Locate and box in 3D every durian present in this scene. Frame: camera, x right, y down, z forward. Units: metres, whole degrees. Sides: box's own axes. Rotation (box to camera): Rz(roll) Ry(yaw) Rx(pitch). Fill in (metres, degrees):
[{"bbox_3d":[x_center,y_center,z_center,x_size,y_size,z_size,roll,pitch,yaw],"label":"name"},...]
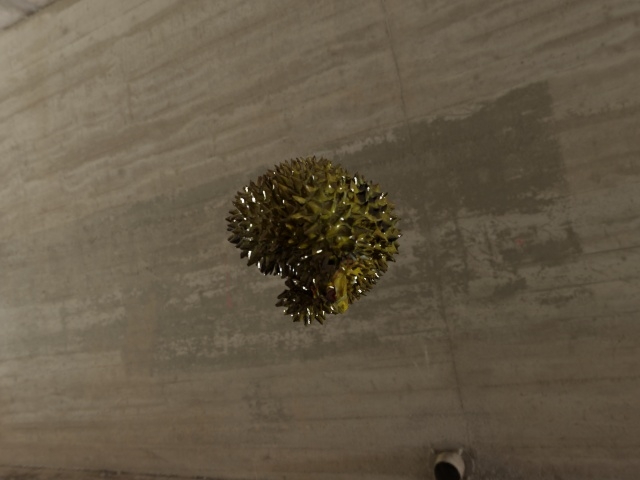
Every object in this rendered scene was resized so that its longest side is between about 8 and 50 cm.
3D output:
[{"bbox_3d":[-0.005,-0.010,0.626,0.258,0.258,0.293,-11,1,13],"label":"durian"}]
